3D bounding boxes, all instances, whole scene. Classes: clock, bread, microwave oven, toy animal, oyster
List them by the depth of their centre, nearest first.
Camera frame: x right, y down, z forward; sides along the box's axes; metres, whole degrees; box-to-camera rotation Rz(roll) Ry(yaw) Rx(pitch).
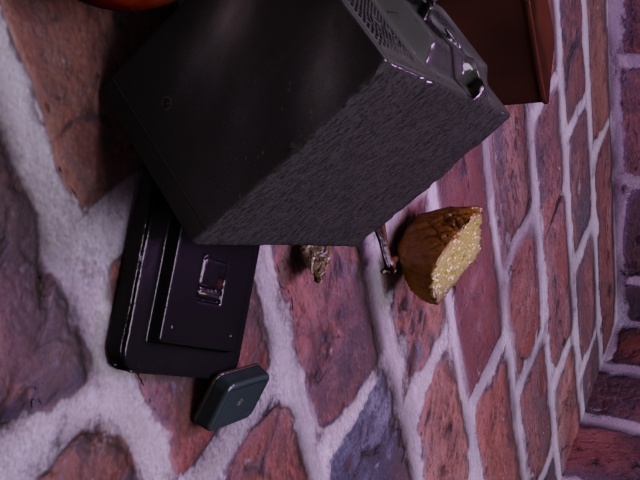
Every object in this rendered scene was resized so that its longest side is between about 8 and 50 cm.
[{"bbox_3d":[0.010,-0.181,1.216,0.236,0.374,0.432,56,23,17],"label":"microwave oven"},{"bbox_3d":[-0.167,0.051,1.295,0.279,0.049,0.273,20,78,-62],"label":"clock"},{"bbox_3d":[-0.001,0.001,1.594,0.108,0.053,0.166,59,37,-63],"label":"oyster"},{"bbox_3d":[0.100,-0.064,1.745,0.224,0.066,0.230,27,62,-62],"label":"toy animal"},{"bbox_3d":[0.235,0.023,1.942,0.229,0.139,0.143,-44,132,-41],"label":"bread"}]

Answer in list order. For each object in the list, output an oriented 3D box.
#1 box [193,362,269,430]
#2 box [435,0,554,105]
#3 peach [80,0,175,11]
[{"bbox_3d":[-0.128,0.230,1.389,0.126,0.031,0.091,-1,122,-62],"label":"box"},{"bbox_3d":[0.325,-0.443,1.881,0.339,0.229,0.239,64,29,-44],"label":"box"},{"bbox_3d":[-0.197,-0.357,0.979,0.243,0.199,0.243,-51,164,-20],"label":"peach"}]
